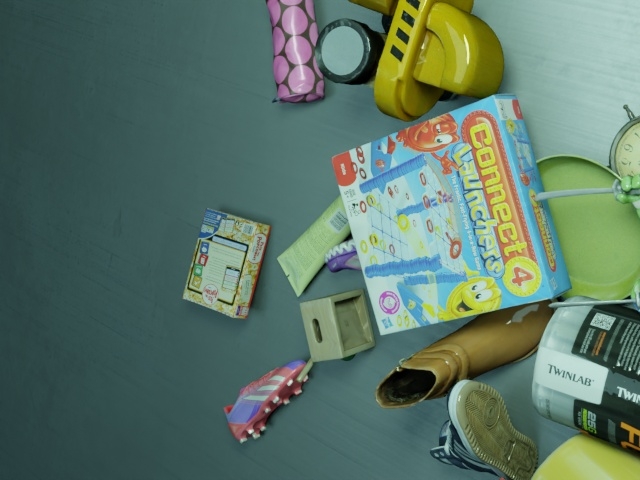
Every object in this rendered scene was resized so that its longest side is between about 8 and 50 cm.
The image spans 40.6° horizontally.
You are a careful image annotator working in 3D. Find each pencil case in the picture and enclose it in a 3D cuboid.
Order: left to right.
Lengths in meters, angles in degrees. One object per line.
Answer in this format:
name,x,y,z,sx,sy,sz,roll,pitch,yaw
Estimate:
pencil case,-0.052,-0.358,1.596,0.098,0.095,0.209,-3,92,57

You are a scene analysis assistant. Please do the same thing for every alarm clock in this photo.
alarm clock,0.501,-0.109,1.230,0.192,0.064,0.129,32,113,33

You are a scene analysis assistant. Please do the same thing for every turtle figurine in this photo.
turtle figurine,0.427,-0.007,1.086,0.274,0.198,0.266,36,133,3

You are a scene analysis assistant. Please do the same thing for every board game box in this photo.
board game box,-0.191,0.045,1.745,0.146,0.045,0.193,17,92,34
board game box,0.195,-0.032,1.344,0.302,0.086,0.308,-18,87,36

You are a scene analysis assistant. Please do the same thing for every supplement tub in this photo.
supplement tub,0.474,0.206,1.206,0.316,0.193,0.194,16,105,34

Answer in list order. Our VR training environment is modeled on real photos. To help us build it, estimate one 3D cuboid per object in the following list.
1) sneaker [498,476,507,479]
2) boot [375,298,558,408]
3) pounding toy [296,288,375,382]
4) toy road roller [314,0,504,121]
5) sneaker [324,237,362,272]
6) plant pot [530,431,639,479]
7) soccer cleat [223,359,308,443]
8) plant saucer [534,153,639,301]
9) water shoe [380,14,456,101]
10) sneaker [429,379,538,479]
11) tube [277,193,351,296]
sneaker,0.273,0.454,1.395,0.088,0.092,0.225,52,167,35
boot,0.227,0.172,1.367,0.283,0.220,0.109,-34,75,34
pounding toy,0.019,0.172,1.577,0.100,0.130,0.141,-14,88,37
toy road roller,0.167,-0.338,1.281,0.240,0.202,0.330,25,106,26
sneaker,0.111,0.030,1.521,0.236,0.095,0.105,-20,91,35
plant pot,0.436,0.409,1.244,0.239,0.254,0.254,49,122,40
soccer cleat,-0.114,0.306,1.726,0.095,0.083,0.248,53,125,25
plant saucer,0.392,-0.020,1.300,0.241,0.037,0.241,28,131,38
water shoe,0.159,-0.321,1.445,0.073,0.080,0.203,-46,69,30
sneaker,0.227,0.298,1.378,0.153,0.282,0.099,9,61,42
tube,0.000,0.000,1.621,0.062,0.070,0.240,30,127,-16
